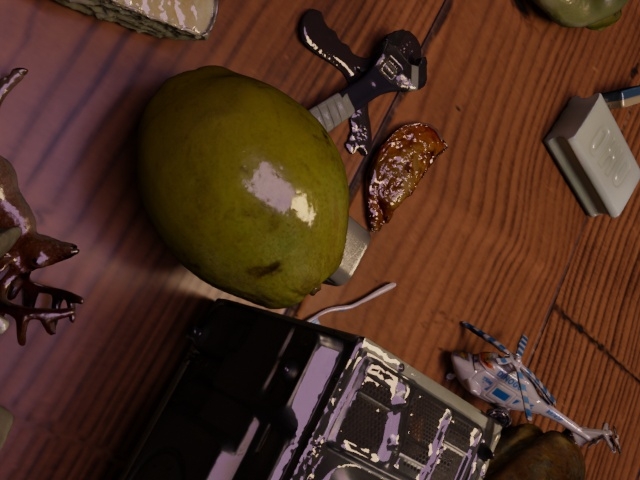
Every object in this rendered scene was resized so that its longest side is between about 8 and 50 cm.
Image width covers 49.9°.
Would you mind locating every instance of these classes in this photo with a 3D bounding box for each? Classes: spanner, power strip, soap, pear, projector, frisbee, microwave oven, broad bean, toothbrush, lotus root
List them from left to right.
[{"bbox_3d":[-0.079,-0.056,0.722,0.212,0.212,0.269,-34,86,-29],"label":"pear"},{"bbox_3d":[-0.070,0.282,0.690,0.247,0.333,0.394,35,74,-28],"label":"microwave oven"},{"bbox_3d":[0.000,0.000,0.862,0.082,0.083,0.083,39,71,-32],"label":"projector"},{"bbox_3d":[0.026,-0.180,0.893,0.316,0.024,0.087,-37,114,-26],"label":"spanner"},{"bbox_3d":[0.043,0.085,0.946,0.162,0.014,0.017,-23,93,-33],"label":"toothbrush"},{"bbox_3d":[0.060,-0.208,0.934,0.211,0.012,0.187,-5,97,-36],"label":"frisbee"},{"bbox_3d":[0.304,0.396,1.077,0.275,0.152,0.160,-19,117,-31],"label":"lotus root"},{"bbox_3d":[0.418,-0.426,1.134,0.228,0.100,0.169,27,70,-22],"label":"broad bean"},{"bbox_3d":[0.485,-0.147,1.218,0.198,0.067,0.119,48,69,-29],"label":"soap"},{"bbox_3d":[0.565,-0.265,1.272,0.123,0.056,0.032,-19,103,-34],"label":"power strip"}]

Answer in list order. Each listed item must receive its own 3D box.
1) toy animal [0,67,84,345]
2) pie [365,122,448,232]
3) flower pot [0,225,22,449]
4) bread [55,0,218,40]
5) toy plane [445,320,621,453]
[{"bbox_3d":[-0.334,-0.041,0.631,0.244,0.087,0.259,7,94,-22],"label":"toy animal"},{"bbox_3d":[0.114,-0.104,0.971,0.191,0.033,0.088,-50,116,-22],"label":"pie"},{"bbox_3d":[-0.368,0.097,0.513,0.254,0.164,0.367,3,101,-11],"label":"flower pot"},{"bbox_3d":[-0.209,-0.286,0.698,0.172,0.064,0.232,-44,116,-25],"label":"bread"},{"bbox_3d":[0.322,0.242,1.072,0.273,0.182,0.107,25,122,-22],"label":"toy plane"}]
